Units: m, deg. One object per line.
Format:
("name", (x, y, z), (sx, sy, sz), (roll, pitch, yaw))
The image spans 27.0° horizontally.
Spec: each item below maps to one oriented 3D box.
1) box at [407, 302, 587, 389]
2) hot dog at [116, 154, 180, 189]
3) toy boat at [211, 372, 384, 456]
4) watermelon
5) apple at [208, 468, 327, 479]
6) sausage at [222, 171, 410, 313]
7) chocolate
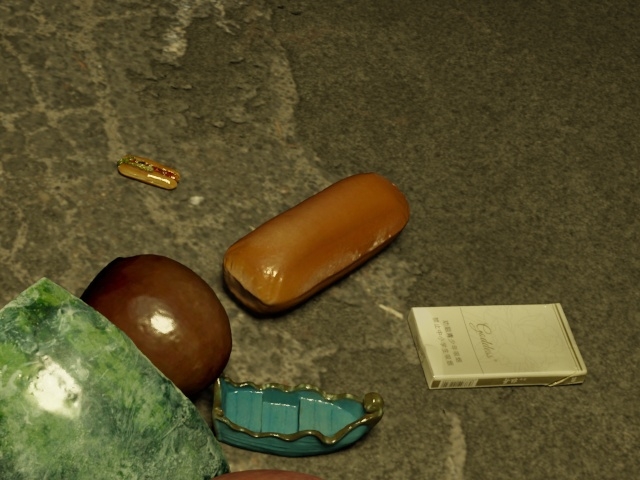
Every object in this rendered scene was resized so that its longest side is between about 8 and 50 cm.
("box", (0.210, 0.125, 1.587), (0.198, 0.029, 0.109), (0, 47, -16))
("hot dog", (-0.215, -0.089, 1.667), (0.083, 0.021, 0.037), (17, 43, -3))
("toy boat", (-0.026, 0.181, 1.421), (0.185, 0.077, 0.075), (10, 44, -8))
("watermelon", (-0.259, 0.225, 1.292), (0.320, 0.214, 0.289), (43, 75, -28))
("apple", (-0.034, 0.347, 1.113), (0.306, 0.305, 0.235), (29, 30, 11))
("sausage", (0.000, -0.001, 1.594), (0.105, 0.105, 0.274), (41, 48, 22))
("chocolate", (-0.173, 0.100, 1.405), (0.177, 0.176, 0.176), (9, 45, -9))
